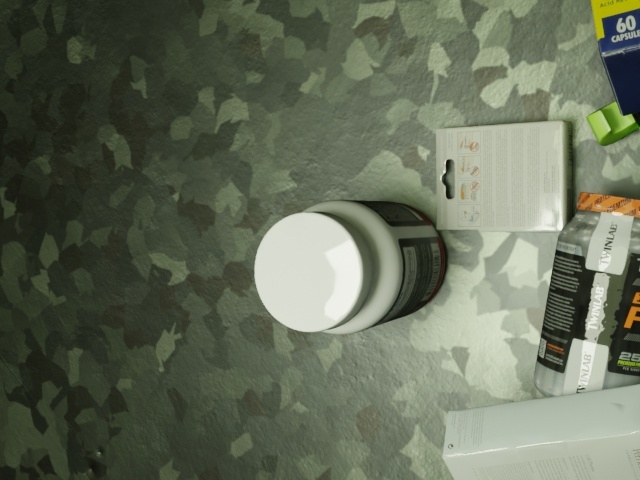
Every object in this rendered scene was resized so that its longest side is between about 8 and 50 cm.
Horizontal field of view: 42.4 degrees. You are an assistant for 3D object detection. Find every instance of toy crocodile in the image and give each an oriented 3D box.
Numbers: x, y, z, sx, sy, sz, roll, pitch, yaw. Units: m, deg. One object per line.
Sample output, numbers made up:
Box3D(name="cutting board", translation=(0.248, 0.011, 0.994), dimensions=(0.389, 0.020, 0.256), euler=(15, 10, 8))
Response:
Box3D(name="toy crocodile", translation=(0.570, -0.223, 1.225), dimensions=(0.340, 0.105, 0.115), euler=(-13, 86, 24))

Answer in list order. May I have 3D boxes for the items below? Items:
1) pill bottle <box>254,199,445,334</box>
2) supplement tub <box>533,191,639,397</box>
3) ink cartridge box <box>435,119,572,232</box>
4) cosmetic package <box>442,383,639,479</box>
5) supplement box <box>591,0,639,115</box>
Box3D(name="pill bottle", translation=(0.055, 0.039, 1.328), dimensions=(0.210, 0.363, 0.210), euler=(1, 91, 25))
Box3D(name="supplement tub", translation=(0.441, 0.093, 1.246), dimensions=(0.193, 0.193, 0.316), euler=(10, 96, 24))
Box3D(name="ink cartridge box", translation=(0.306, -0.105, 1.387), dimensions=(0.224, 0.056, 0.181), euler=(1, 92, 35))
Box3D(name="cosmetic package", translation=(0.381, 0.391, 1.230), dimensions=(0.284, 0.097, 0.377), euler=(-12, 123, 26))
Box3D(name="supplement box", translation=(0.480, -0.391, 1.157), dimensions=(0.194, 0.195, 0.357), euler=(-12, 68, 24))
